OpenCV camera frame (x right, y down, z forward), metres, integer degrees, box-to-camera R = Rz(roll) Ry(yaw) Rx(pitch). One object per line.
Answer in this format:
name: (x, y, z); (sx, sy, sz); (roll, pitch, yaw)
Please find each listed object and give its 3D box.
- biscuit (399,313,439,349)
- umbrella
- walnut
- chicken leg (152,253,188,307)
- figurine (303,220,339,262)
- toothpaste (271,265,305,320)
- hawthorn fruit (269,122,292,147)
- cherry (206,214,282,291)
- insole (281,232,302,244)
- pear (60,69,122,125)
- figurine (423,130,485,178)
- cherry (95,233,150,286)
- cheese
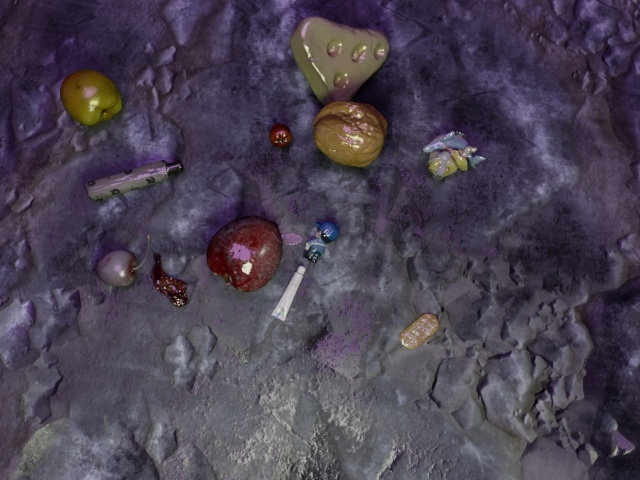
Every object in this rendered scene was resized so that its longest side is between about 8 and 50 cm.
biscuit: (0.325, 0.298, 1.825); (0.147, 0.018, 0.071); (-37, 79, -9)
umbrella: (-0.644, -0.215, 1.941); (0.338, 0.067, 0.073); (-18, 89, -5)
walnut: (0.097, -0.367, 1.916); (0.257, 0.257, 0.224); (18, 43, 5)
chicken leg: (-0.510, 0.136, 1.853); (0.205, 0.053, 0.093); (48, 56, 5)
figurine: (0.000, 0.000, 1.881); (0.086, 0.087, 0.149); (38, 75, -29)
toothpaste: (-0.100, 0.172, 1.855); (0.048, 0.031, 0.190); (26, 79, 4)
hawthorn fruit: (-0.144, -0.381, 1.991); (0.081, 0.081, 0.093); (-12, 45, -3)
cherry: (-0.237, 0.036, 1.807); (0.230, 0.203, 0.300); (34, 63, 11)
insole: (-0.130, -0.008, 1.918); (0.135, 0.002, 0.044); (4, 74, 1)
pear: (-0.807, -0.504, 1.960); (0.200, 0.200, 0.199); (0, 74, 0)
figurine: (0.458, -0.292, 1.940); (0.209, 0.128, 0.183); (19, 77, 0)
cherry: (-0.668, 0.064, 1.851); (0.148, 0.115, 0.187); (-16, 61, 35)
cheese: (0.066, -0.681, 1.959); (0.351, 0.130, 0.328); (-50, 124, -9)
